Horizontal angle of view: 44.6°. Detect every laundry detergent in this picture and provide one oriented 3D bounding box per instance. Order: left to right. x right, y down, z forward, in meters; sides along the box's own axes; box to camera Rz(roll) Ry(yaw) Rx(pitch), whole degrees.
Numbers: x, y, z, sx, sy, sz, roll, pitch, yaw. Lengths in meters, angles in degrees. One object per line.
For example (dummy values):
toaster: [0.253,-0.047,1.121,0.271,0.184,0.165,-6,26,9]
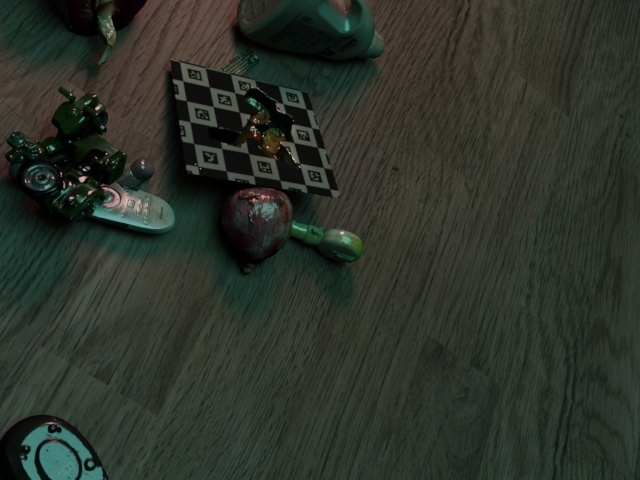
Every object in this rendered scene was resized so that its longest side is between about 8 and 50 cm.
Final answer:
laundry detergent: [0.022,-0.538,1.908,0.398,0.264,0.124,10,61,-44]

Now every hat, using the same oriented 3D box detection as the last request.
hat: [-0.375,-0.141,1.588,0.087,0.042,0.058,-15,79,-37]

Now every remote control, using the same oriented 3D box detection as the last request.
remote control: [-0.411,-0.071,1.535,0.256,0.045,0.097,19,51,-23]

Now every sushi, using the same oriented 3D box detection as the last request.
sushi: [-0.160,-0.230,1.735,0.359,0.064,0.343,8,49,-30]

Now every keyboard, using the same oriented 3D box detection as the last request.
keyboard: [-0.194,-0.411,1.840,0.049,0.015,0.129,49,52,-7]

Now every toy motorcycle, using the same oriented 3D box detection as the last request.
toy motorcycle: [-0.457,-0.158,1.459,0.205,0.127,0.275,35,51,10]

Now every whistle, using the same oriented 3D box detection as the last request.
whistle: [0.000,0.000,1.755,0.198,0.104,0.057,18,67,-11]

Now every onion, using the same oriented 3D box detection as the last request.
onion: [-0.457,-0.572,1.602,0.272,0.230,0.256,40,53,-5]
onion: [-0.135,-0.021,1.645,0.159,0.159,0.194,3,98,-33]

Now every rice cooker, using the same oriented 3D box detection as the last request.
rice cooker: [-0.436,0.378,1.281,0.203,0.118,0.142,49,52,-3]
